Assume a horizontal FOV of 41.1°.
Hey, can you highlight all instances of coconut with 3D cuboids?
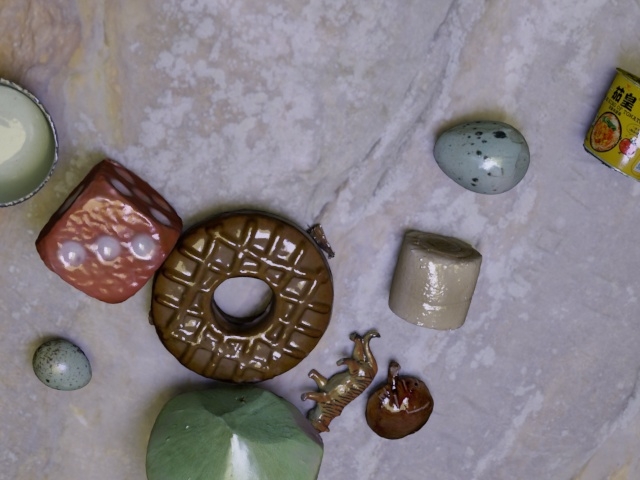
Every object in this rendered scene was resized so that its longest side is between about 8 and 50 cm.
[{"bbox_3d":[-0.149,0.389,1.494,0.328,0.281,0.328,14,146,10],"label":"coconut"}]

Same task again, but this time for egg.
[{"bbox_3d":[-0.454,0.221,1.507,0.110,0.085,0.085,30,102,-24],"label":"egg"},{"bbox_3d":[0.277,-0.146,1.465,0.164,0.131,0.131,12,106,-6],"label":"egg"}]

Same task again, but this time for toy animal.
[{"bbox_3d":[0.037,0.269,1.614,0.241,0.057,0.099,-45,115,6],"label":"toy animal"}]

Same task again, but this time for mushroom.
[{"bbox_3d":[0.150,0.308,1.627,0.135,0.080,0.171,-16,113,-13],"label":"mushroom"}]

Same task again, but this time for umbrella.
[{"bbox_3d":[0.001,0.001,1.533,0.031,0.020,0.083,-41,110,-9],"label":"umbrella"}]

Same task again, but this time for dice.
[{"bbox_3d":[-0.343,-0.011,1.400,0.179,0.175,0.174,40,99,-22],"label":"dice"}]

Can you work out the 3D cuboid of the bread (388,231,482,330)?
[{"bbox_3d":[0.205,0.071,1.526,0.148,0.134,0.141,4,109,-23],"label":"bread"}]

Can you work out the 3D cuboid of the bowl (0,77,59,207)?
[{"bbox_3d":[-0.515,-0.164,1.355,0.211,0.112,0.212,-2,108,-7],"label":"bowl"}]

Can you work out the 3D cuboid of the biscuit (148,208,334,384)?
[{"bbox_3d":[-0.133,0.101,1.500,0.331,0.103,0.332,-2,109,-7],"label":"biscuit"}]

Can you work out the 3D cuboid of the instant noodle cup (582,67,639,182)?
[{"bbox_3d":[0.551,-0.191,1.473,0.182,0.182,0.144,22,113,-14],"label":"instant noodle cup"}]
